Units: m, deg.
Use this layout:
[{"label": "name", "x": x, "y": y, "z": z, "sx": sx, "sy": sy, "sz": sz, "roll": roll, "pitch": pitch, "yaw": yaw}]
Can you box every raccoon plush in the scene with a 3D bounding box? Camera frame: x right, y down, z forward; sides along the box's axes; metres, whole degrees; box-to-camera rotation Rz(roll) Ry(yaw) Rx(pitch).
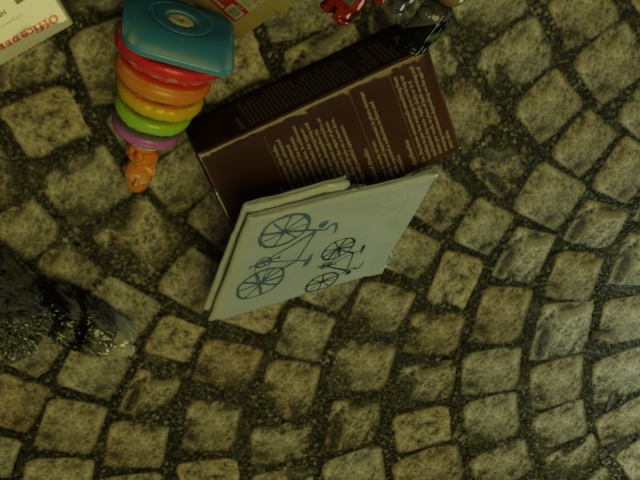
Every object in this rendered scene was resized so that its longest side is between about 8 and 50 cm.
[{"label": "raccoon plush", "x": -0.535, "y": 0.181, "z": 1.675, "sx": 0.446, "sy": 0.216, "sz": 0.299, "roll": 35, "pitch": 109, "yaw": -29}]

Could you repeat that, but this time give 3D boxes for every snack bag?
[{"label": "snack bag", "x": 0.000, "y": 0.000, "z": 1.716, "sx": 0.342, "sy": 0.037, "sz": 0.323, "roll": -15, "pitch": 153, "yaw": -25}]

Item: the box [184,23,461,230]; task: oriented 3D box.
[{"label": "box", "x": 0.004, "y": -0.159, "z": 1.703, "sx": 0.381, "sy": 0.143, "sz": 0.191, "roll": -26, "pitch": 121, "yaw": -6}]

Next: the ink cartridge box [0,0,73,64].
[{"label": "ink cartridge box", "x": -0.450, "y": -0.353, "z": 1.490, "sx": 0.148, "sy": 0.086, "sz": 0.203, "roll": -30, "pitch": 120, "yaw": -2}]

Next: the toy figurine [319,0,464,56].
[{"label": "toy figurine", "x": 0.100, "y": -0.389, "z": 1.573, "sx": 0.209, "sy": 0.213, "sz": 0.148, "roll": 20, "pitch": 122, "yaw": -24}]

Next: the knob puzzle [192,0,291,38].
[{"label": "knob puzzle", "x": -0.115, "y": -0.392, "z": 1.565, "sx": 0.213, "sy": 0.030, "sz": 0.213, "roll": 8, "pitch": 142, "yaw": 6}]

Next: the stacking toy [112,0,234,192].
[{"label": "stacking toy", "x": -0.244, "y": -0.196, "z": 1.617, "sx": 0.165, "sy": 0.175, "sz": 0.302, "roll": 13, "pitch": 125, "yaw": -15}]
